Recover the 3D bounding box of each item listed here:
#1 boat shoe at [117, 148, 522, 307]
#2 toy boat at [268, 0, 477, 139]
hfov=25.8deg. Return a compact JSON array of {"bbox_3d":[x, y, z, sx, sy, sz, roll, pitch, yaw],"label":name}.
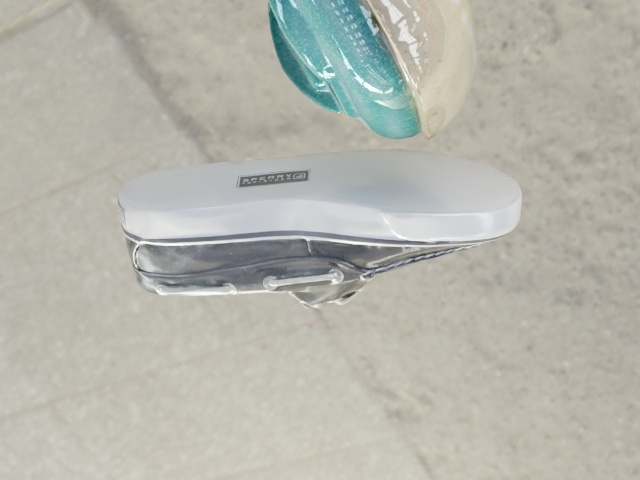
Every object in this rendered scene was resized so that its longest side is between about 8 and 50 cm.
[{"bbox_3d":[0.000,0.000,1.049,0.301,0.108,0.102,-3,118,6],"label":"boat shoe"},{"bbox_3d":[-0.015,-0.201,0.959,0.148,0.267,0.318,-30,83,2],"label":"toy boat"}]
